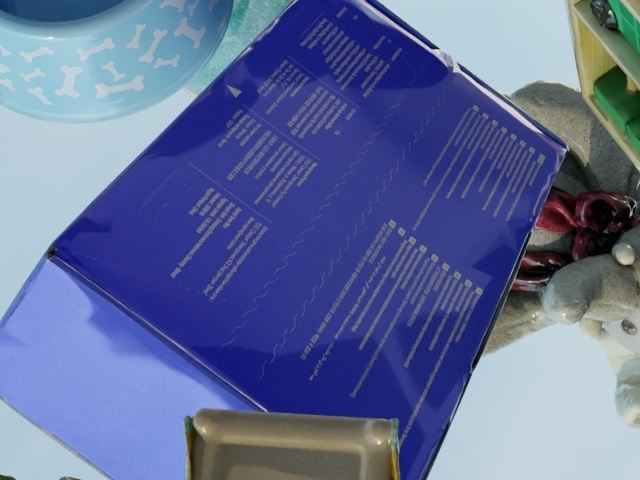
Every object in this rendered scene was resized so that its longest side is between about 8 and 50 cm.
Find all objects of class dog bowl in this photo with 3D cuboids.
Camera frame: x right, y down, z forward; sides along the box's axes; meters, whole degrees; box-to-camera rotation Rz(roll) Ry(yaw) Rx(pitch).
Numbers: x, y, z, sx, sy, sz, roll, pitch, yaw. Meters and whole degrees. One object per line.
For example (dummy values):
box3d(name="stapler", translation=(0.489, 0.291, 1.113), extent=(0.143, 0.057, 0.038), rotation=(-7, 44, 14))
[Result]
box3d(name="dog bowl", translation=(-0.136, -0.215, 0.930), extent=(0.165, 0.074, 0.297), rotation=(-3, -114, 4))

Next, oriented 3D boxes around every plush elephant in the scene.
box3d(name="plush elephant", translation=(0.227, 0.015, 1.408), extent=(0.330, 0.272, 0.255), rotation=(0, -153, -30))

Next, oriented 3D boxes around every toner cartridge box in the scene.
box3d(name="toner cartridge box", translation=(0.000, 0.000, 0.743), extent=(0.165, 0.075, 0.348), rotation=(38, -148, -2))

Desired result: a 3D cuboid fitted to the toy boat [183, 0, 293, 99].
box3d(name="toy boat", translation=(-0.002, -0.215, 0.992), extent=(0.148, 0.318, 0.268), rotation=(8, -95, -42))

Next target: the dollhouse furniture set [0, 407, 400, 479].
box3d(name="dollhouse furniture set", translation=(-0.046, 0.089, 0.467), extent=(0.151, 0.058, 0.076), rotation=(1, -107, 14))

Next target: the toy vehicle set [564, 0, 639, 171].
box3d(name="toy vehicle set", translation=(0.163, -0.024, 0.566), extent=(0.035, 0.166, 0.267), rotation=(-28, -127, -3))
